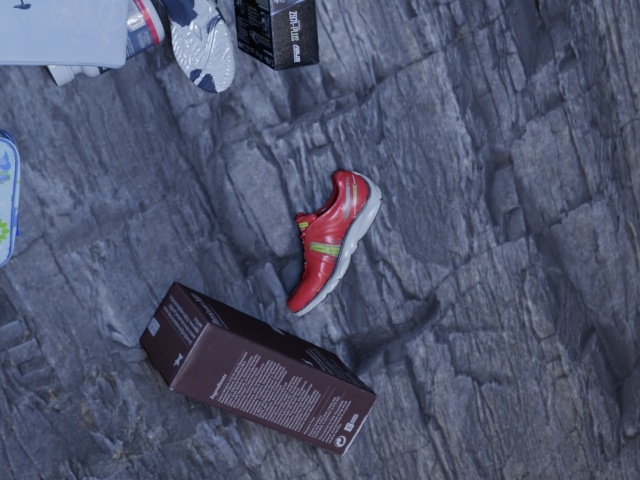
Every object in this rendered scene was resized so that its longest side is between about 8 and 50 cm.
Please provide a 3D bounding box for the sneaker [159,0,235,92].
[{"bbox_3d":[-0.185,-0.338,1.670,0.094,0.153,0.235,-32,91,14],"label":"sneaker"}]

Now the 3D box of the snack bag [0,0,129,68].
[{"bbox_3d":[-0.376,-0.396,1.460,0.323,0.037,0.343,-11,109,-50],"label":"snack bag"}]

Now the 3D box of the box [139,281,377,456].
[{"bbox_3d":[-0.108,0.228,1.916,0.381,0.191,0.143,26,97,-32],"label":"box"}]

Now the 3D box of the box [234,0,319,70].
[{"bbox_3d":[-0.072,-0.359,1.704,0.077,0.180,0.147,-12,114,-19],"label":"box"}]

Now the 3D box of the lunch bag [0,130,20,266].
[{"bbox_3d":[-0.545,-0.064,1.650,0.176,0.090,0.219,0,110,-24],"label":"lunch bag"}]

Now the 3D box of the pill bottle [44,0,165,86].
[{"bbox_3d":[-0.337,-0.309,1.642,0.180,0.108,0.108,-31,120,-11],"label":"pill bottle"}]

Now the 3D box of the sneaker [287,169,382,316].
[{"bbox_3d":[0.000,0.000,1.946,0.118,0.107,0.279,27,94,-12],"label":"sneaker"}]
